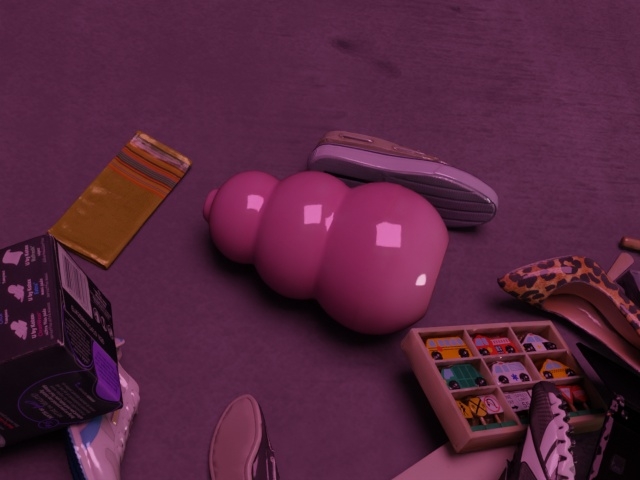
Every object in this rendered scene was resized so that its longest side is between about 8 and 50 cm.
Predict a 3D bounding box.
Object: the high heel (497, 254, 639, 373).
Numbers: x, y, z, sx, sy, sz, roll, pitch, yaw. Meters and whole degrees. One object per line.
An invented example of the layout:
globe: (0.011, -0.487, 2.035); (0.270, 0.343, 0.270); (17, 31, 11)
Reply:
high heel: (0.387, 0.119, 1.246); (0.261, 0.093, 0.186); (5, 52, -17)

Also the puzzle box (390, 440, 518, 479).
puzzle box: (0.138, 0.397, 0.980); (0.409, 0.052, 0.272); (-24, 58, -32)

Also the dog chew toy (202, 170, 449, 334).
dog chew toy: (0.000, 0.000, 1.185); (0.332, 0.206, 0.206); (17, 50, 8)

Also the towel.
towel: (-0.285, -0.065, 1.258); (0.102, 0.021, 0.237); (26, 51, 6)

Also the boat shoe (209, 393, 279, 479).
boat shoe: (-0.084, 0.282, 1.034); (0.065, 0.075, 0.206); (43, 29, -40)

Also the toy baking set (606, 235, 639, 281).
toy baking set: (0.540, 0.075, 1.383); (0.256, 0.030, 0.196); (18, 50, -2)

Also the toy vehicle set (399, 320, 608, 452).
toy vehicle set: (0.248, 0.186, 1.155); (0.267, 0.035, 0.166); (1, 47, -35)

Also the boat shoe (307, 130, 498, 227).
boat shoe: (0.132, -0.107, 1.359); (0.302, 0.109, 0.094); (17, 48, 0)

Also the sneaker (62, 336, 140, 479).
sneaker: (-0.252, 0.208, 1.012); (0.092, 0.087, 0.228); (-7, 57, -22)

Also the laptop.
laptop: (0.423, 0.290, 1.136); (0.234, 0.136, 0.264); (29, 69, -11)

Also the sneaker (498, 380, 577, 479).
sneaker: (0.247, 0.273, 1.016); (0.106, 0.078, 0.234); (-7, 56, 13)

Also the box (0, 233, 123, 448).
box: (-0.370, 0.128, 0.926); (0.270, 0.165, 0.143); (-19, 55, 0)
